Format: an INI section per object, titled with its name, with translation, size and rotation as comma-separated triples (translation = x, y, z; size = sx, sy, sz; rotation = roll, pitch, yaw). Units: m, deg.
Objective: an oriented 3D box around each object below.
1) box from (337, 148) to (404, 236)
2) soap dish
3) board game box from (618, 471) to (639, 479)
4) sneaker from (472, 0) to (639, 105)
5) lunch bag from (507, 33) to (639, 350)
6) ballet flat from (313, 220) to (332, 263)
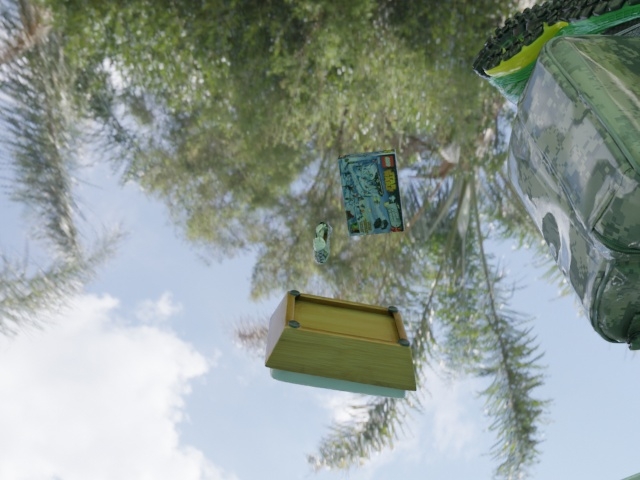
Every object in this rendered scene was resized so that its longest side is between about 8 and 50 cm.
[box]
translation = 0.084, -0.077, 1.215
size = 0.094, 0.137, 0.027
rotation = -5, -158, 10
[soap dish]
translation = 0.041, 0.200, 1.471
size = 0.291, 0.118, 0.229
rotation = 10, -163, -4
[board game box]
translation = 0.737, 0.456, 1.235
size = 0.390, 0.390, 0.050
rotation = -17, -81, -8
[sneaker]
translation = 0.380, -0.280, 1.004
size = 0.146, 0.343, 0.134
rotation = 37, -120, -22
[lunch bag]
translation = 0.345, -0.061, 0.859
size = 0.213, 0.256, 0.305
rotation = 0, -136, -14
[ballet flat]
translation = 0.000, 0.000, 1.626
size = 0.041, 0.041, 0.114
rotation = 3, -135, 7
